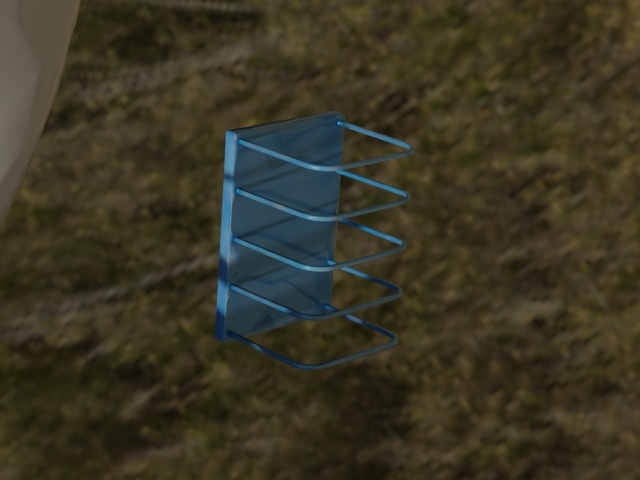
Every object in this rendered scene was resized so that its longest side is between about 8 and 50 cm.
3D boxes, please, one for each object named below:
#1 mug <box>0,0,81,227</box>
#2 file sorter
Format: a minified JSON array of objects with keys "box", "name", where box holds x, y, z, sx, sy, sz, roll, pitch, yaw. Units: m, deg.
[{"box":[-0.237,-0.138,0.369,0.328,0.374,0.276,13,-167,-47],"name":"mug"},{"box":[0.000,0.000,1.469,0.118,0.170,0.104,-14,-155,-43],"name":"file sorter"}]
